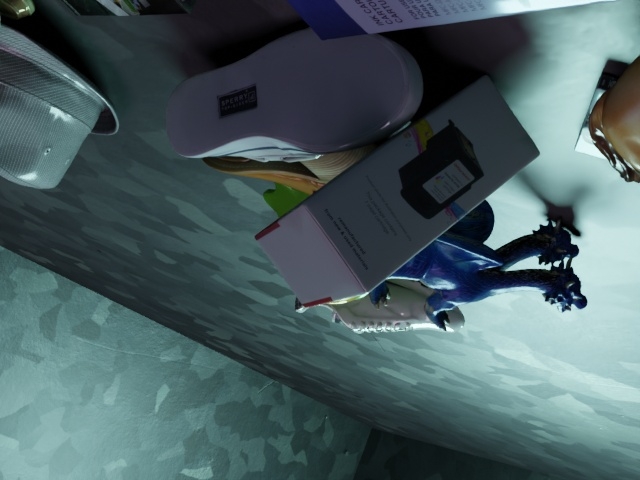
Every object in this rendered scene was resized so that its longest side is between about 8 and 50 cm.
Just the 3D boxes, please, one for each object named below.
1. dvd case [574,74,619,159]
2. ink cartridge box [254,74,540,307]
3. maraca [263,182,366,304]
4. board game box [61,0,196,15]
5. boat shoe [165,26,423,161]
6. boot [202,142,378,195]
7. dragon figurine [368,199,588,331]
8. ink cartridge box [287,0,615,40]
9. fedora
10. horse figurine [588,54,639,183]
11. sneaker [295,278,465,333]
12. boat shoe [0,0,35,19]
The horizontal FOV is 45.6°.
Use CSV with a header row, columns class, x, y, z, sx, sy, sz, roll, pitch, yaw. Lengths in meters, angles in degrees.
class,x,y,z,sx,sy,sz,roll,pitch,yaw
dvd case,0.237,-0.068,0.507,0.119,0.013,0.087,18,162,14
ink cartridge box,0.053,-0.033,0.561,0.072,0.175,0.127,54,158,-3
maraca,0.000,0.000,0.886,0.127,0.099,0.185,0,129,30
board game box,-0.205,-0.246,0.506,0.136,0.030,0.260,14,161,34
boat shoe,-0.016,-0.110,0.606,0.258,0.095,0.084,5,-175,42
boot,-0.012,-0.063,0.747,0.197,0.073,0.152,12,164,40
dragon figurine,0.111,0.002,0.689,0.289,0.085,0.144,27,133,-24
ink cartridge box,0.035,-0.180,0.350,0.311,0.065,0.186,9,158,43
fedora,-0.346,-0.132,0.801,0.244,0.124,0.275,18,172,2
horse figurine,0.229,-0.066,0.390,0.174,0.066,0.263,40,160,-16
sneaker,0.082,0.093,1.059,0.235,0.095,0.090,18,161,10
boat shoe,-0.334,-0.230,0.683,0.153,0.048,0.056,24,163,-4
